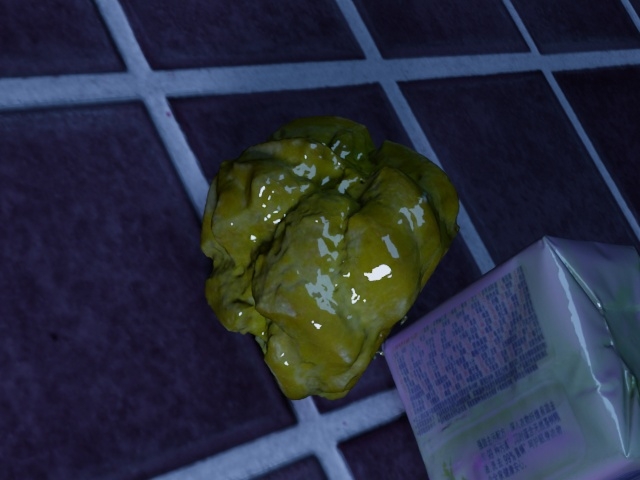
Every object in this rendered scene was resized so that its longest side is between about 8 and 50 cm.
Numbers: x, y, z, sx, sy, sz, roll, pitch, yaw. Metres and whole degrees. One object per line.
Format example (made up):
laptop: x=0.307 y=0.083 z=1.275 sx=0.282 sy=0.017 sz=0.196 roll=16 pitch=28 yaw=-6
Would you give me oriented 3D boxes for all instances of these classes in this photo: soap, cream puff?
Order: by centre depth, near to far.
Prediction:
cream puff: x=0.003 y=-0.004 z=0.922 sx=0.194 sy=0.195 sz=0.221 roll=46 pitch=35 yaw=-8
soap: x=0.173 y=0.118 z=0.974 sx=0.138 sy=0.199 sz=0.182 roll=1 pitch=61 yaw=-41
